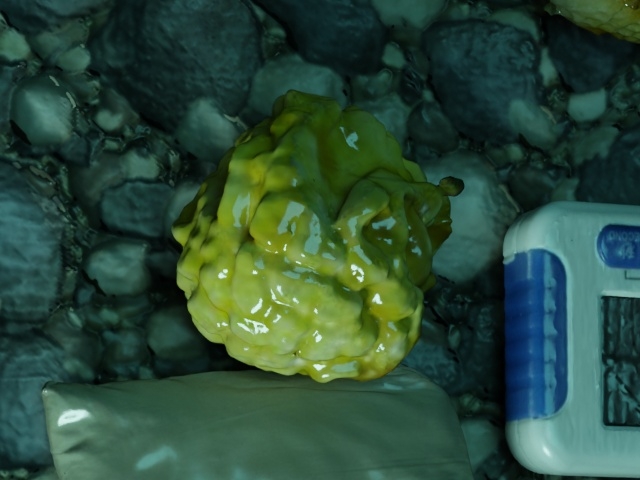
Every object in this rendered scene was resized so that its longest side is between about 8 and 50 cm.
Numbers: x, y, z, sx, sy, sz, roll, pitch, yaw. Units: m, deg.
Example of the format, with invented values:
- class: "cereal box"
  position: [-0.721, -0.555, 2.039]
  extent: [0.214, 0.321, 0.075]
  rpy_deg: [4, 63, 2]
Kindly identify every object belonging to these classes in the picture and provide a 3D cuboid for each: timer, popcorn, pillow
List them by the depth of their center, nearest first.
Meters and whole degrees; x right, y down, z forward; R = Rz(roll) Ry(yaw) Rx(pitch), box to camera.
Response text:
- class: "pillow"
  position: [-0.027, 0.159, 1.188]
  extent: [0.270, 0.067, 0.173]
  rpy_deg: [-3, 75, -22]
- class: "popcorn"
  position: [0.000, 0.000, 1.189]
  extent: [0.180, 0.170, 0.180]
  rpy_deg: [-11, 90, -67]
- class: "timer"
  position: [0.240, 0.070, 1.305]
  extent: [0.253, 0.078, 0.178]
  rpy_deg: [5, 80, -19]

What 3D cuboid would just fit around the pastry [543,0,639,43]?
- class: "pastry"
  position: [0.229, -0.225, 1.350]
  extent: [0.192, 0.093, 0.182]
  rpy_deg: [10, 74, -19]
